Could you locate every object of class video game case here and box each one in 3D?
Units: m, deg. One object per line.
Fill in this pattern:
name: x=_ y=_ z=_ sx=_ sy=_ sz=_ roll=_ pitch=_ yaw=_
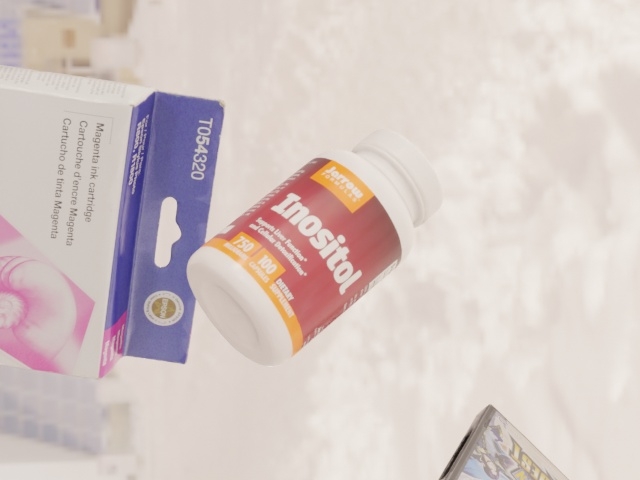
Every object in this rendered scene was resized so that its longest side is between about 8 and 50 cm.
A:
video game case: x=0.257 y=0.348 z=1.807 sx=0.035 sy=0.275 sz=0.248 roll=-45 pitch=0 yaw=30

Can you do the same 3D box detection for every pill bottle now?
pill bottle: x=0.000 y=0.000 z=0.934 sx=0.086 sy=0.152 sz=0.086 roll=40 pitch=155 yaw=23

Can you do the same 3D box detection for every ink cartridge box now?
ink cartridge box: x=-0.283 y=-0.014 z=1.596 sx=0.071 sy=0.330 sz=0.324 roll=-89 pitch=8 yaw=-64
